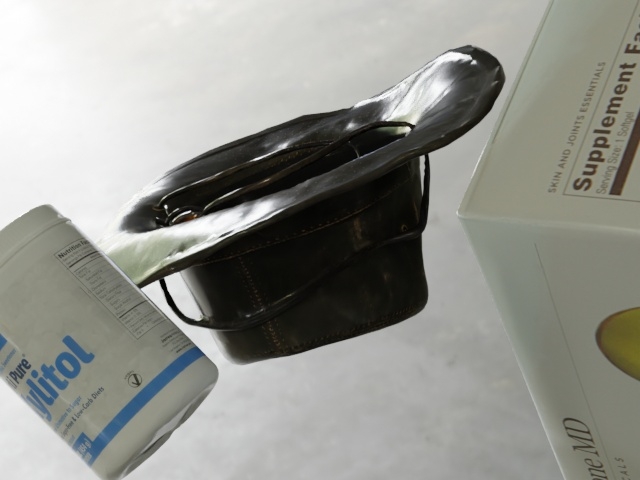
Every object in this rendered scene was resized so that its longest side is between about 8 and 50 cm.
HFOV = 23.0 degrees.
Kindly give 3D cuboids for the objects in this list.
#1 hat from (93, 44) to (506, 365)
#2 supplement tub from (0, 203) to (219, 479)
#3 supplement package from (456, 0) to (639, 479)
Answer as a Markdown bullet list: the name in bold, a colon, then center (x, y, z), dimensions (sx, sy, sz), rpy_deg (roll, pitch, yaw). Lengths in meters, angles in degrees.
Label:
- **hat**: center (0.000, 0.000, 1.013), dimensions (0.331, 0.134, 0.331), rpy_deg (-25, 12, 6)
- **supplement tub**: center (-0.103, 0.045, 0.677), dimensions (0.071, 0.107, 0.071), rpy_deg (-46, -6, -6)
- **supplement package**: center (0.219, -0.007, 0.517), dimensions (0.262, 0.199, 0.198), rpy_deg (7, 55, 29)
